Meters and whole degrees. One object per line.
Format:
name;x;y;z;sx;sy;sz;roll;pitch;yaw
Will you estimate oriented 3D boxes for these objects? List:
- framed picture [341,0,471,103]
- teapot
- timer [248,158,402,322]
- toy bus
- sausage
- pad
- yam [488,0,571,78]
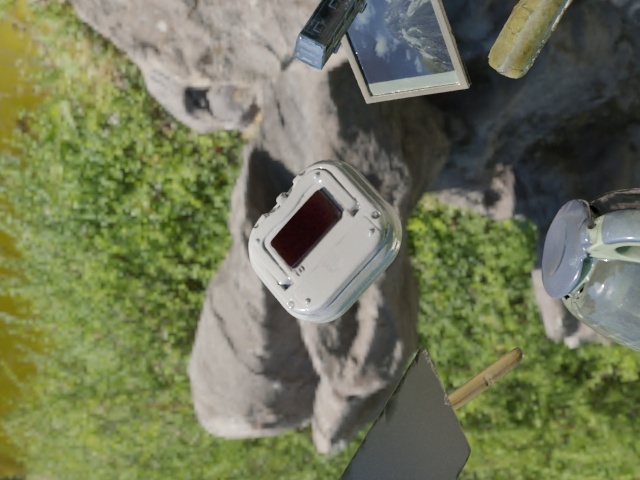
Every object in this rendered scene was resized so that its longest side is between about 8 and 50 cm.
framed picture;0.126;-0.368;1.883;0.209;0.019;0.281;-7;128;29
teapot;0.200;0.021;0.686;0.108;0.111;0.149;12;-165;-10
timer;0.000;0.000;1.891;0.262;0.237;0.087;-48;153;12
toy bus;0.022;-0.294;1.386;0.047;0.166;0.065;27;155;7
sausage;0.206;0.181;1.389;0.132;0.024;0.024;-35;149;2
pad;0.040;0.194;0.750;0.003;0.211;0.143;14;145;36
yam;0.369;-0.419;1.643;0.083;0.083;0.371;12;118;-31
